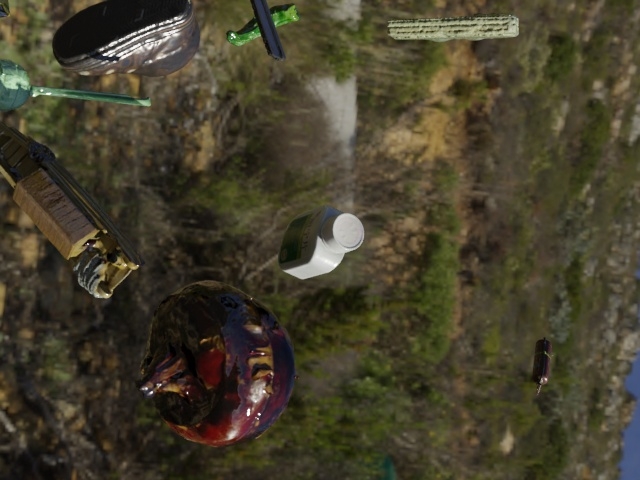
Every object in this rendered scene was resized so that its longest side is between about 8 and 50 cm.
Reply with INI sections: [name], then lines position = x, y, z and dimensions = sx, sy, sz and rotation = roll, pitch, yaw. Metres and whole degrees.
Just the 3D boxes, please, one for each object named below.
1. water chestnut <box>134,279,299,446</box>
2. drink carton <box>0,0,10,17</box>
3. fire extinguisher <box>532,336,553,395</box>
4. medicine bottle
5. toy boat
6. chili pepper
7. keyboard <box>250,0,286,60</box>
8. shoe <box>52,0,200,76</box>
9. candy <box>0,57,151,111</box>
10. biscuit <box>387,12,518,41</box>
[water chestnut]
position = -0.198, 0.208, 1.561
dimensions = 0.300, 0.300, 0.300
rotation = -174, -90, -77
[drink carton]
position = -0.726, -0.582, 1.986
dimensions = 0.084, 0.075, 0.200
rotation = 105, -27, -80
[fire extinguisher]
position = 0.501, 0.283, 2.075
dimensions = 0.132, 0.039, 0.056
rotation = -69, 169, -45
[medicine bottle]
position = 0.000, 0.000, 1.625
dimensions = 0.183, 0.069, 0.119
rotation = -16, -128, 56
[toy boat]
position = -0.559, -0.067, 1.935
dimensions = 0.136, 0.445, 0.162
rotation = -44, 170, 12
[chili pepper]
position = -0.135, -0.486, 2.071
dimensions = 0.050, 0.182, 0.073
rotation = 66, -14, -20
[keyboard]
position = -0.127, -0.480, 1.888
dimensions = 0.231, 0.023, 0.072
rotation = 71, 18, 2
[shoe]
position = -0.506, -0.524, 2.446
dimensions = 0.171, 0.384, 0.237
rotation = 62, -8, 20
[candy]
position = -0.599, -0.345, 2.165
dimensions = 0.119, 0.440, 0.119
rotation = -3, -94, 50
[biscuit]
position = 0.266, -0.423, 1.832
dimensions = 0.150, 0.252, 0.052
rotation = -42, 133, -73
